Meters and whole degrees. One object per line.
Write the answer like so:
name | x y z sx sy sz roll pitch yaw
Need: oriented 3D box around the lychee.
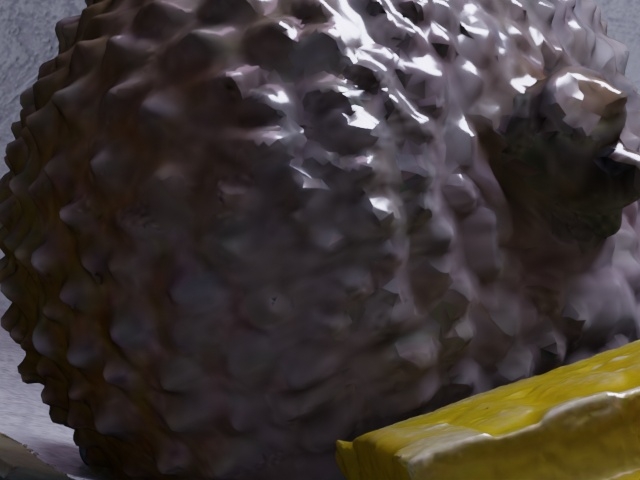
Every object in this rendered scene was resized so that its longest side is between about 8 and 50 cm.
lychee | 0.000 0.000 0.944 0.380 0.380 0.432 14 -25 -40

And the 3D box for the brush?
brush | -0.184 0.150 1.096 0.085 0.020 0.336 13 -2 -24

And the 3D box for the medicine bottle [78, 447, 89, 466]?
medicine bottle | -0.021 0.129 1.266 0.293 0.141 0.141 12 -1 -2

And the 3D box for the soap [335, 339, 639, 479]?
soap | 0.173 0.109 0.690 0.281 0.143 0.259 -16 6 -12
